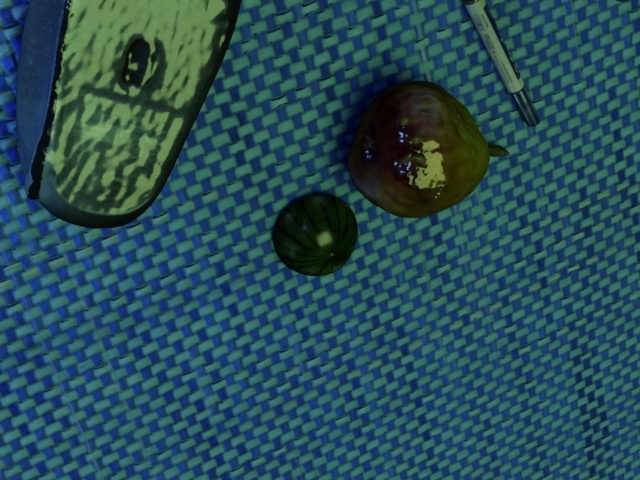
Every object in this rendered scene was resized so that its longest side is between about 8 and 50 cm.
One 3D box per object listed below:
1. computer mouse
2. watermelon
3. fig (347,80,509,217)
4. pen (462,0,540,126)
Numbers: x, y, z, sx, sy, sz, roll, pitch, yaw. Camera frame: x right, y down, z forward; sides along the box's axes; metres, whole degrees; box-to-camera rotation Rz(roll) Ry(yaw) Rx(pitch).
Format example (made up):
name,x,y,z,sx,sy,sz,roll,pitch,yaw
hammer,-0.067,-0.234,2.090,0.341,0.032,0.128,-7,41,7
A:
name,x,y,z,sx,sy,sz,roll,pitch,yaw
computer mouse,-0.198,-0.194,1.257,0.203,0.114,0.374,14,107,-29
watermelon,0.000,0.000,1.486,0.105,0.062,0.105,-9,119,-17
fig,0.146,-0.104,1.478,0.257,0.159,0.159,-6,119,-48
pen,0.222,-0.216,1.511,0.025,0.025,0.204,-38,126,-5
